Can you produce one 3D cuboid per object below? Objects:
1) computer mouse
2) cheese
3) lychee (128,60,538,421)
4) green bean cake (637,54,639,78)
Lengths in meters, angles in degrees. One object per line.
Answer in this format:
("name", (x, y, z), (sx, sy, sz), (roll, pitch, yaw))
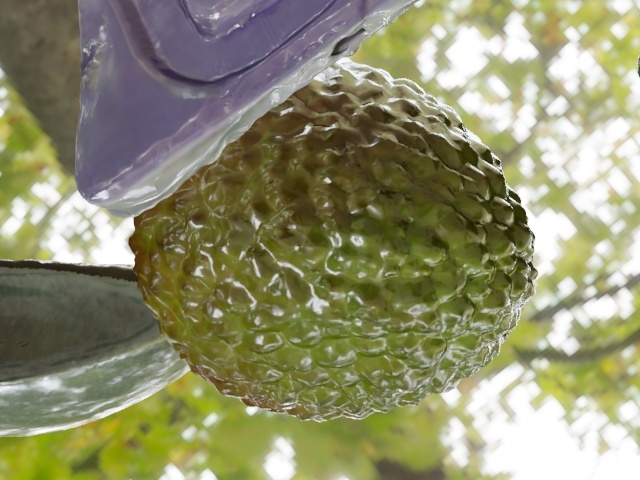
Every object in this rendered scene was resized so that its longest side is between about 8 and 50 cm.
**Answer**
("computer mouse", (-0.251, 0.069, 1.225), (0.203, 0.374, 0.114), (124, 147, -86))
("cheese", (-0.034, -0.100, 0.370), (0.042, 0.105, 0.191), (33, -156, -53))
("lychee", (0.000, 0.000, 0.576), (0.114, 0.146, 0.114), (-5, -82, -41))
("green bean cake", (0.270, -0.117, 0.711), (0.169, 0.308, 0.300), (50, -153, 6))
